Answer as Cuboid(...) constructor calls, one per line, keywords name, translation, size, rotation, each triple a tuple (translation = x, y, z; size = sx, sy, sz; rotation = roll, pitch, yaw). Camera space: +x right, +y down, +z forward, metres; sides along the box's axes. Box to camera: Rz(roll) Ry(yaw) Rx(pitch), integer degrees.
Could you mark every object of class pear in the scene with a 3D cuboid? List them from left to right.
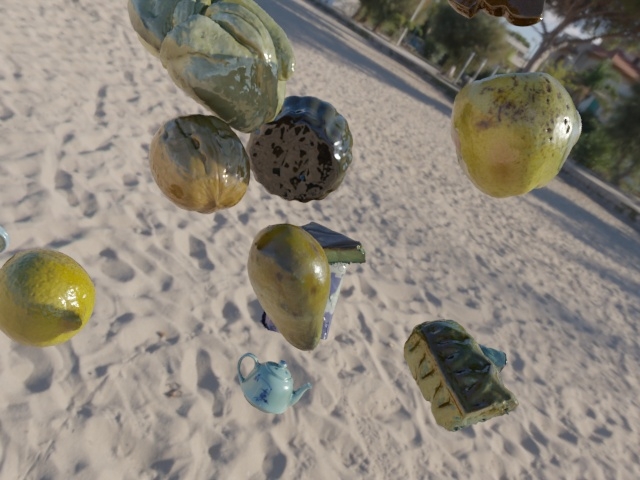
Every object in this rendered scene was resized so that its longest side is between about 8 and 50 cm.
Cuboid(name="pear", translation=(0.387, -0.217, 1.052), size=(0.271, 0.271, 0.271), rotation=(26, 23, -12))

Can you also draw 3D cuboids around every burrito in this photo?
Cuboid(name="burrito", translation=(0.354, 0.295, 1.338), size=(0.228, 0.144, 0.089), rotation=(19, 63, -4))

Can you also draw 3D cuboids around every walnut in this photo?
Cuboid(name="walnut", translation=(-0.244, -0.152, 1.036), size=(0.195, 0.195, 0.222), rotation=(5, 45, -47))

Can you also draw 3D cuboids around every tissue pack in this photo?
Cuboid(name="tissue pack", translation=(-0.054, 0.168, 1.834), size=(0.242, 0.344, 0.125), rotation=(14, 2, -22))

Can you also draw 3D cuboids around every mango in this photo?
Cuboid(name="mango", translation=(-0.061, 0.105, 1.137), size=(0.175, 0.330, 0.177), rotation=(-12, 48, -1))

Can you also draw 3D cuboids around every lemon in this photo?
Cuboid(name="lemon", translation=(-0.538, 0.108, 0.985), size=(0.244, 0.187, 0.186), rotation=(20, 16, 26))

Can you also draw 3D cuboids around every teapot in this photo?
Cuboid(name="teapot", translation=(-0.148, 0.421, 1.529), size=(0.231, 0.159, 0.159), rotation=(30, 23, -4))

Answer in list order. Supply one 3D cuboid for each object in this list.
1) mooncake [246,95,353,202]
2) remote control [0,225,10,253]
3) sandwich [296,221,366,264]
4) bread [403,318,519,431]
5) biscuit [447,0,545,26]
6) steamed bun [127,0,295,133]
Cuboid(name="mooncake", translation=(-0.054, -0.240, 1.384), size=(0.290, 0.290, 0.161), rotation=(28, 38, -8))
Cuboid(name="remote control", translation=(-0.914, -0.056, 1.309), size=(0.244, 0.087, 0.047), rotation=(52, 15, -35))
Cuboid(name="sandwich", translation=(0.000, 0.000, 1.560), size=(0.244, 0.063, 0.212), rotation=(-2, 28, -7))
Cuboid(name="bread", translation=(0.216, 0.212, 0.851), size=(0.088, 0.128, 0.232), rotation=(59, 2, -27))
Cuboid(name="biscuit", translation=(0.369, -0.549, 0.979), size=(0.278, 0.301, 0.043), rotation=(44, -5, 26))
Cuboid(name="steamed bun", translation=(-0.222, -0.434, 1.127), size=(0.372, 0.230, 0.324), rotation=(53, 26, 20))
